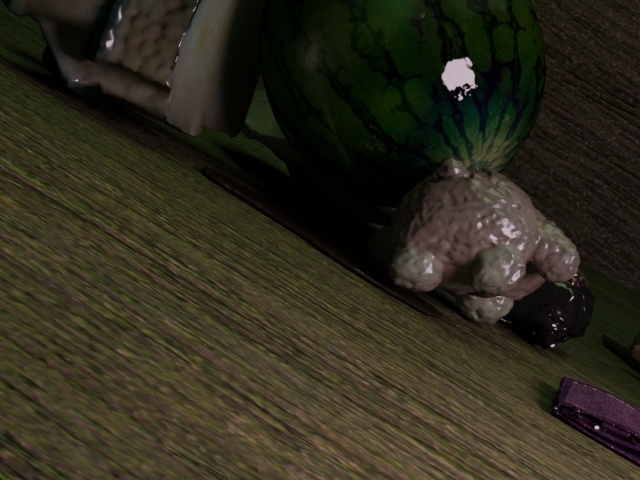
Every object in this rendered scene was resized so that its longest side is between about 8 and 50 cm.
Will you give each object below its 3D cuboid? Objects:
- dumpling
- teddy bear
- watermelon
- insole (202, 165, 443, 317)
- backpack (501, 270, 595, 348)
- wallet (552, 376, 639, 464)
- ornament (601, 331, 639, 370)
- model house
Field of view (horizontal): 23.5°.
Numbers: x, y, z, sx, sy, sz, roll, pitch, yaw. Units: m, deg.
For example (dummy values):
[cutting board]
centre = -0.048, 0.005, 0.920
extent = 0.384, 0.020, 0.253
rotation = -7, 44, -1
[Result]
[dumpling]
centre = 0.038, -0.109, 2.006
extent = 0.260, 0.181, 0.341
rotation = -10, 64, -48
[teddy bear]
centre = 0.166, 0.005, 1.674
extent = 0.236, 0.151, 0.267
rotation = 5, -13, 15
[watermelon]
centre = 0.093, -0.210, 1.783
extent = 0.363, 0.363, 0.363
rotation = 29, 7, -4
[insole]
centre = 0.000, 0.000, 1.674
extent = 0.327, 0.007, 0.111
rotation = 32, 6, 22
[backpack]
centre = 0.271, 0.067, 1.853
extent = 0.120, 0.106, 0.165
rotation = 27, 9, 19
[wallet]
centre = 0.277, 0.169, 1.474
extent = 0.111, 0.030, 0.166
rotation = 31, 8, 7
[ornament]
centre = 0.495, 0.175, 2.145
extent = 0.230, 0.061, 0.245
rotation = 24, 5, -24
[model house]
centre = -0.221, -0.267, 1.791
extent = 0.284, 0.243, 0.298
rotation = 16, -2, 14
